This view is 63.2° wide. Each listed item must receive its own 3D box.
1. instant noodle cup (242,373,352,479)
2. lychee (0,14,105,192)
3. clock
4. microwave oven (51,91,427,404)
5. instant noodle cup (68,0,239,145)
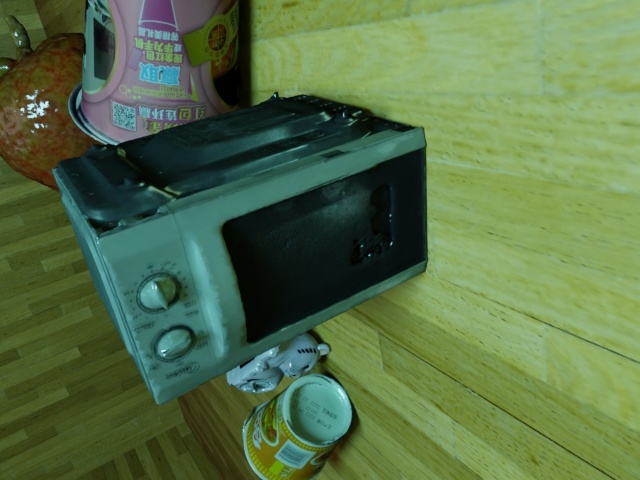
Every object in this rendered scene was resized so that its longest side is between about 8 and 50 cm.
[{"bbox_3d":[-0.033,0.314,0.883,0.168,0.168,0.185,56,144,22],"label":"instant noodle cup"},{"bbox_3d":[-0.419,-0.218,0.851,0.300,0.255,0.255,49,163,-27],"label":"lychee"},{"bbox_3d":[-0.075,0.201,0.863,0.176,0.117,0.080,-40,42,41],"label":"clock"},{"bbox_3d":[-0.075,-0.027,0.514,0.237,0.295,0.181,34,139,49],"label":"microwave oven"},{"bbox_3d":[-0.202,-0.272,0.667,0.244,0.244,0.255,51,142,29],"label":"instant noodle cup"}]
